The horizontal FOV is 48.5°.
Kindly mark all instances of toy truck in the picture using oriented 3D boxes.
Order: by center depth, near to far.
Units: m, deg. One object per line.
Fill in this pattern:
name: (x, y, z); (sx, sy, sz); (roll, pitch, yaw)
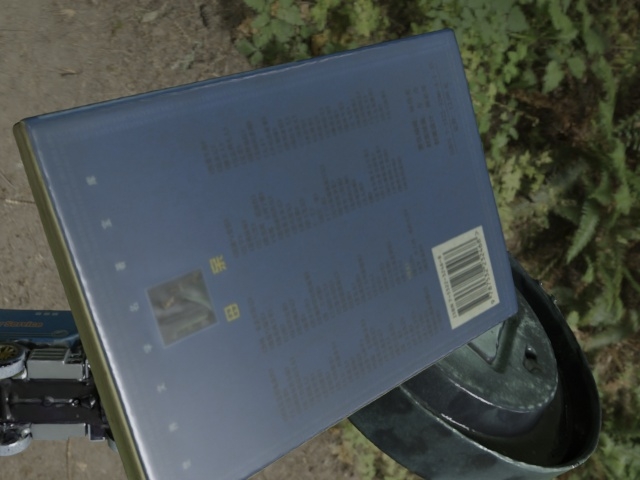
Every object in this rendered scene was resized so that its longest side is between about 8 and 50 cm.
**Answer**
toy truck: (-0.383, 0.181, 0.951); (0.367, 0.175, 0.146); (4, 112, -8)

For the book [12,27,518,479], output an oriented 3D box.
book: (0.000, 0.000, 0.383); (0.269, 0.025, 0.191); (-23, 102, -35)

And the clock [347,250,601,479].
clock: (0.131, 0.086, 0.762); (0.386, 0.386, 0.076); (11, 132, -37)
